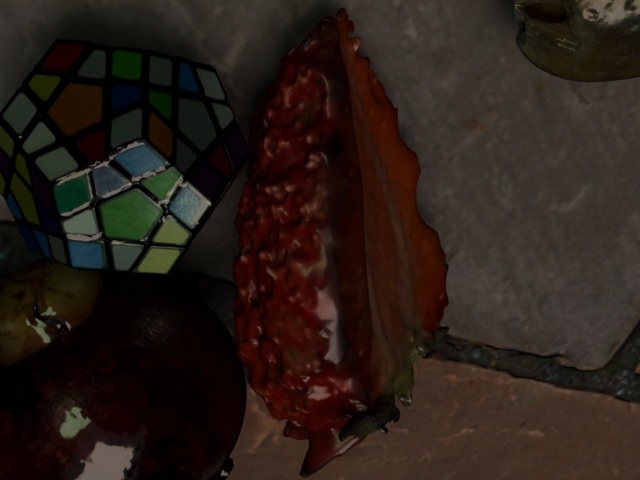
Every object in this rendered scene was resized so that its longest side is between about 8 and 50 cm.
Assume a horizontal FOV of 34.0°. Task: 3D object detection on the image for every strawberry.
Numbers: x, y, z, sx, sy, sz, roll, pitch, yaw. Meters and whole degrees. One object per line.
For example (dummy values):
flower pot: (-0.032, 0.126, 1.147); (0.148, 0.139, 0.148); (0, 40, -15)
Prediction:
strawberry: (-0.007, 0.003, 0.580); (0.098, 0.174, 0.228); (-1, 125, 25)

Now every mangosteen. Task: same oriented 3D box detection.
mangosteen: (-0.142, 0.090, 0.604); (0.200, 0.200, 0.200); (-7, 127, -10)

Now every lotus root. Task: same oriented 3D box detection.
lotus root: (0.192, -0.150, 0.557); (0.192, 0.088, 0.113); (-15, 122, -4)

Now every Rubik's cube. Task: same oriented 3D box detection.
Rubik's cube: (-0.103, -0.043, 0.537); (0.133, 0.133, 0.112); (7, 96, -20)
